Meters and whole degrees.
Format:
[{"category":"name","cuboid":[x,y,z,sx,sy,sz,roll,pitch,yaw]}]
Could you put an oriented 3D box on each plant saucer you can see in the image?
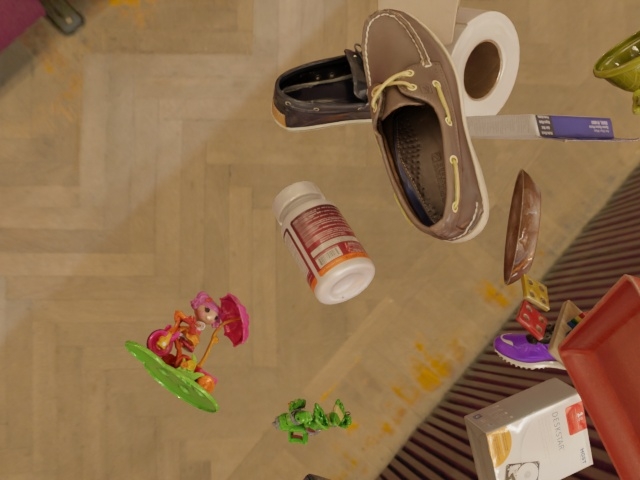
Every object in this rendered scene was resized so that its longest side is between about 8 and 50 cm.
[{"category":"plant saucer","cuboid":[0.339,-0.020,1.175,0.036,0.198,0.198,7,81,10]},{"category":"plant saucer","cuboid":[0.342,0.183,0.694,0.047,0.258,0.259,-19,66,-5]}]

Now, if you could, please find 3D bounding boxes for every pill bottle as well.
[{"category":"pill bottle","cuboid":[0.000,0.000,1.306,0.121,0.121,0.221,-25,59,-9]}]

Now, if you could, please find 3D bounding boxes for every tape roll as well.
[{"category":"tape roll","cuboid":[0.296,-0.387,1.547,0.246,0.169,0.246,-19,121,-35]}]

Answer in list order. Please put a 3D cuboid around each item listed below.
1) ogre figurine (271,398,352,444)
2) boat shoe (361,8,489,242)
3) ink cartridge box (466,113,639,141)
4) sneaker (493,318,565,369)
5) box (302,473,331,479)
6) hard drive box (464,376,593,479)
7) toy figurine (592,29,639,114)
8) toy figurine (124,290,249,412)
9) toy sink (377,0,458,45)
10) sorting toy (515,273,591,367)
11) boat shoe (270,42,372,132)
[{"category":"ogre figurine","cuboid":[-0.025,0.397,1.546,0.118,0.197,0.097,-16,88,28]},{"category":"boat shoe","cuboid":[0.117,-0.154,0.875,0.116,0.097,0.324,-22,76,30]},{"category":"ink cartridge box","cuboid":[0.403,-0.199,1.236,0.223,0.224,0.045,-6,102,-36]},{"category":"sneaker","cuboid":[0.579,0.239,1.726,0.293,0.102,0.146,7,115,17]},{"category":"box","cuboid":[-0.024,0.484,0.994,0.059,0.183,0.233,28,99,-36]},{"category":"hard drive box","cuboid":[0.439,0.421,1.480,0.232,0.089,0.181,-20,105,-15]},{"category":"toy figurine","cuboid":[0.504,-0.185,0.717,0.362,0.191,0.217,-32,121,25]},{"category":"toy figurine","cuboid":[-0.179,0.141,1.044,0.173,0.130,0.159,47,59,-26]},{"category":"toy sink","cuboid":[0.195,-0.504,1.314,0.153,0.234,0.131,12,63,11]},{"category":"sorting toy","cuboid":[0.396,0.151,1.012,0.274,0.046,0.132,43,38,1]},{"category":"boat shoe","cuboid":[0.111,-0.406,1.815,0.500,0.156,0.187,-12,66,1]}]
